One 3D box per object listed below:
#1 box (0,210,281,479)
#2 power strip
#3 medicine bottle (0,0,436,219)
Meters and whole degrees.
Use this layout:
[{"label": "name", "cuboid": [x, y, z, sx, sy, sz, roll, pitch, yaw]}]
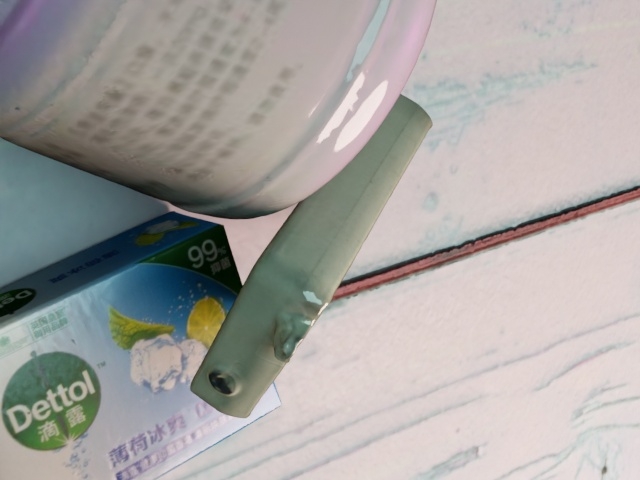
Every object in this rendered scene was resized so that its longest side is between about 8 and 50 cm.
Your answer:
[{"label": "box", "cuboid": [-0.137, 0.083, 0.625, 0.194, 0.073, 0.139, -27, 112, -28]}, {"label": "power strip", "cuboid": [0.000, 0.000, 0.619, 0.046, 0.118, 0.270, 33, 37, -1]}, {"label": "medicine bottle", "cuboid": [-0.117, -0.162, 0.497, 0.302, 0.241, 0.241, 22, 85, -35]}]
